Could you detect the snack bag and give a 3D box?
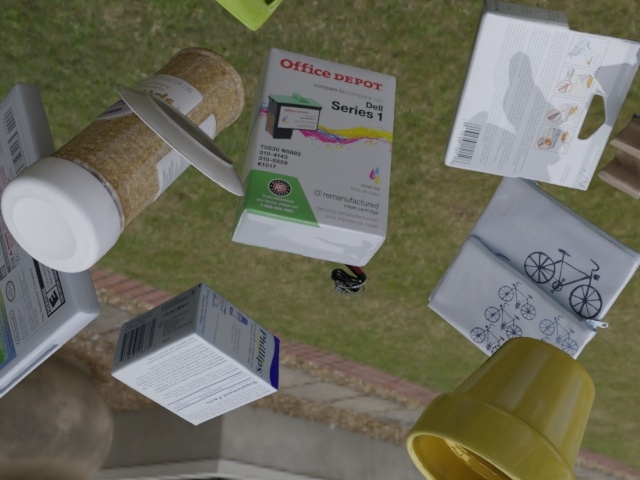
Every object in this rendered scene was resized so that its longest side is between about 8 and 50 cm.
[{"bbox_3d":[0.398,0.079,1.523,0.037,0.323,0.342,-1,126,-52],"label":"snack bag"}]

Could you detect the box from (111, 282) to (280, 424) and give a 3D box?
[{"bbox_3d":[-0.135,0.129,0.889,0.126,0.072,0.137,-27,130,26],"label":"box"}]

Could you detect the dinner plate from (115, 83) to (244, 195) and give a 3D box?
[{"bbox_3d":[-0.115,-0.090,0.687,0.017,0.141,0.141,-49,140,6],"label":"dinner plate"}]

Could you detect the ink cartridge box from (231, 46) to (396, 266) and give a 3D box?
[{"bbox_3d":[-0.006,-0.123,1.169,0.201,0.278,0.117,11,154,-11],"label":"ink cartridge box"}]

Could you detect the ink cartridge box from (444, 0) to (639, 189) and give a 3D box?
[{"bbox_3d":[0.339,-0.221,1.249,0.239,0.060,0.275,10,130,1],"label":"ink cartridge box"}]

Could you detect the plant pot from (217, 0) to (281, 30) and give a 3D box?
[{"bbox_3d":[-0.142,-0.550,1.396,0.207,0.228,0.227,-39,147,16],"label":"plant pot"}]

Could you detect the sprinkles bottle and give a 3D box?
[{"bbox_3d":[-0.219,-0.110,0.957,0.121,0.355,0.121,14,129,17],"label":"sprinkles bottle"}]

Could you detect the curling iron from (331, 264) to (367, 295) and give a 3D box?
[{"bbox_3d":[0.000,0.000,1.600,0.068,0.274,0.035,-24,156,-28],"label":"curling iron"}]

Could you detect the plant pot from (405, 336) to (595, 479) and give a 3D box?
[{"bbox_3d":[0.299,0.289,1.245,0.254,0.239,0.254,30,152,19],"label":"plant pot"}]

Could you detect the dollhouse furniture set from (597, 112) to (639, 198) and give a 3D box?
[{"bbox_3d":[0.632,-0.185,1.025,0.394,0.256,0.362,35,144,27],"label":"dollhouse furniture set"}]

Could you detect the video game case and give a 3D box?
[{"bbox_3d":[-0.411,0.017,1.014,0.300,0.329,0.036,-37,154,30],"label":"video game case"}]
